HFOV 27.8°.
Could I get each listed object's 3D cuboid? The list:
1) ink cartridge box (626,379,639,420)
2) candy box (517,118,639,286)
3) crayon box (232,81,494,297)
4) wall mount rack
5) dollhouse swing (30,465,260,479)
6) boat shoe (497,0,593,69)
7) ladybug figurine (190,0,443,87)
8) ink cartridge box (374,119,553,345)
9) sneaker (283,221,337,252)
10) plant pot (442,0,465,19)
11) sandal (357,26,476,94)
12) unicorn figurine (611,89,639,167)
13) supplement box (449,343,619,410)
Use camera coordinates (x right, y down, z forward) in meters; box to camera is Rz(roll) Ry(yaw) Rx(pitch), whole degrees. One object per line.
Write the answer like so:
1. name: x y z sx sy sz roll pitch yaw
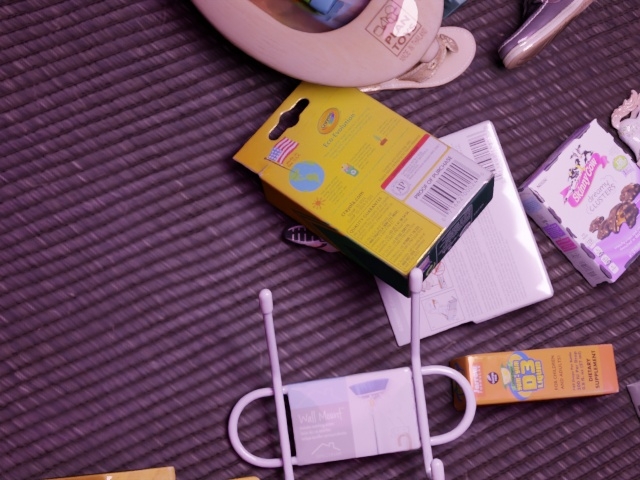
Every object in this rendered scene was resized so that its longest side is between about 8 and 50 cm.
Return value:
1. ink cartridge box: 0.537 0.262 1.948 0.099 0.056 0.135 -19 86 -17
2. candy box: 0.417 -0.057 1.964 0.165 0.070 0.196 -44 94 -17
3. crayon box: 0.060 -0.089 1.829 0.318 0.081 0.202 36 73 20
4. wall mount rack: 0.042 0.198 1.753 0.350 0.130 0.304 -8 92 -4
5. dollhouse swing: -0.251 0.477 1.704 0.315 0.305 0.347 -10 81 26
6. boat shoe: 0.358 -0.372 1.992 0.092 0.103 0.285 46 69 2
7. ladybug figurine: -0.020 -0.388 1.835 0.449 0.162 0.305 40 93 3
8. ink cartridge box: 0.186 -0.008 1.904 0.239 0.060 0.275 -20 86 8
9. sneaker: 0.000 0.000 1.862 0.109 0.044 0.040 5 52 4
10. plant pot: 0.218 -0.463 1.939 0.165 0.165 0.234 37 79 -6
11. sandal: 0.140 -0.272 1.924 0.240 0.079 0.088 -17 85 -17
12. unicorn figurine: 0.514 -0.148 2.018 0.111 0.060 0.162 -40 76 -17
13. supplement box: 0.312 0.199 1.889 0.233 0.080 0.078 -4 81 -12
